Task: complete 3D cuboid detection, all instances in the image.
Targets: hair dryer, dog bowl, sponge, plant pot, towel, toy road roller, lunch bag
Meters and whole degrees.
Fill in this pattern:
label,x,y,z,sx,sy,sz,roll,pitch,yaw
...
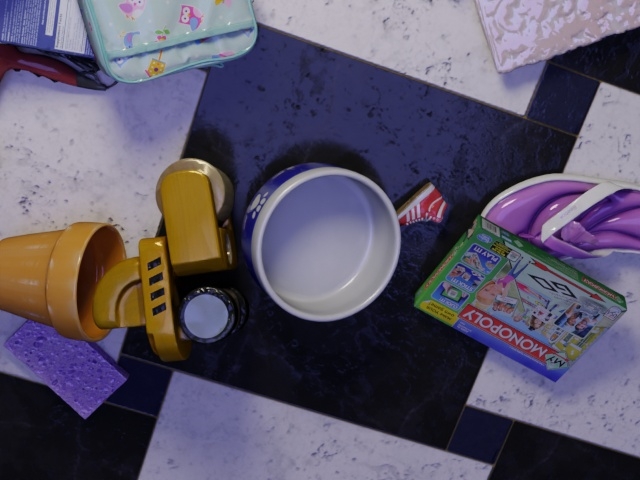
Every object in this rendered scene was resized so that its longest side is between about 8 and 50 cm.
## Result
label,x,y,z,sx,sy,sz,roll,pitch,yaw
hair dryer,-0.492,-0.299,1.642,0.293,0.080,0.224,-31,105,7
dog bowl,0.000,0.000,1.701,0.264,0.104,0.265,-5,105,-20
sponge,-0.469,0.222,1.824,0.117,0.031,0.210,-42,104,9
plant pot,-0.463,0.064,1.704,0.187,0.205,0.205,5,107,13
towel,0.407,-0.478,1.645,0.331,0.053,0.317,-18,107,3
toy road roller,-0.259,0.038,1.653,0.240,0.202,0.330,-6,88,2
lunch bag,-0.239,-0.374,1.581,0.279,0.108,0.224,-18,107,-17

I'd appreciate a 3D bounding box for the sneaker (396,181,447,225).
label,x,y,z,sx,sy,sz,roll,pitch,yaw
sneaker,0.175,-0.042,1.769,0.118,0.042,0.067,-42,101,7

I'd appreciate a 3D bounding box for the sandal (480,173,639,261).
label,x,y,z,sx,sy,sz,roll,pitch,yaw
sandal,0.489,-0.033,1.754,0.416,0.102,0.170,-4,106,-1

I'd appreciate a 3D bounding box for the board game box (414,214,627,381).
label,x,y,z,sx,sy,sz,roll,pitch,yaw
board game box,0.360,0.111,1.787,0.317,0.046,0.213,28,123,-10

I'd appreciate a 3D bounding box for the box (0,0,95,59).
label,x,y,z,sx,sy,sz,roll,pitch,yaw
box,-0.433,-0.373,1.592,0.225,0.036,0.137,7,98,-18
